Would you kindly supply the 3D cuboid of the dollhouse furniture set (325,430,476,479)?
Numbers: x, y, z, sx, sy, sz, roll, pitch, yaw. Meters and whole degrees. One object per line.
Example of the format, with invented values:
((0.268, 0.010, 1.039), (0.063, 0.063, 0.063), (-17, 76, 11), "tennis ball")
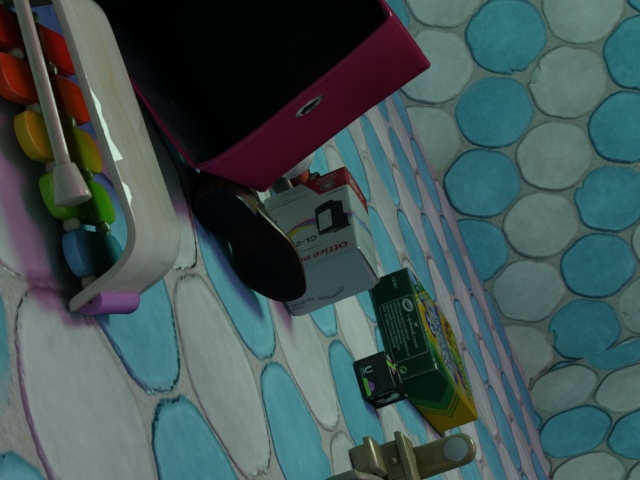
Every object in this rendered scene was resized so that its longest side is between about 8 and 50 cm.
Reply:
((0.125, 0.331, 1.808), (0.355, 0.174, 0.303), (50, 21, -60), "dollhouse furniture set")

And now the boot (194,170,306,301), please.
((-0.078, -0.024, 1.730), (0.106, 0.082, 0.219), (-97, 160, -44), "boot")

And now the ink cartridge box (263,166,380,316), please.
((0.000, 0.000, 1.935), (0.175, 0.127, 0.072), (-98, 162, -50), "ink cartridge box")

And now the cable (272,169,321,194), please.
((-0.018, -0.090, 2.166), (0.287, 0.072, 0.139), (49, 26, -61), "cable")

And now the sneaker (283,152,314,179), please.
((-0.058, -0.140, 1.892), (0.152, 0.114, 0.305), (51, 16, -13), "sneaker")

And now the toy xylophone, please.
((-0.212, -0.098, 1.215), (0.236, 0.081, 0.322), (35, 36, -71), "toy xylophone")

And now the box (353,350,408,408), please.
((0.090, 0.208, 2.185), (0.083, 0.052, 0.062), (47, 24, -66), "box")

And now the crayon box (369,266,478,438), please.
((0.191, 0.206, 2.596), (0.323, 0.083, 0.203), (52, 20, -58), "crayon box")

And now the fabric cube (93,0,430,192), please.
((-0.069, -0.229, 1.562), (0.259, 0.254, 0.258), (54, 8, 11), "fabric cube")
